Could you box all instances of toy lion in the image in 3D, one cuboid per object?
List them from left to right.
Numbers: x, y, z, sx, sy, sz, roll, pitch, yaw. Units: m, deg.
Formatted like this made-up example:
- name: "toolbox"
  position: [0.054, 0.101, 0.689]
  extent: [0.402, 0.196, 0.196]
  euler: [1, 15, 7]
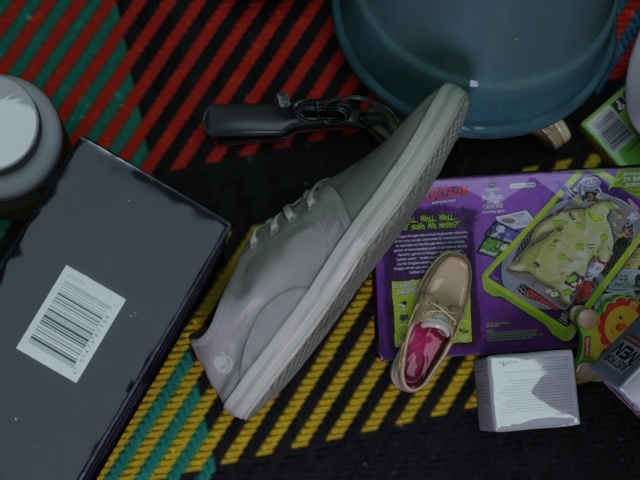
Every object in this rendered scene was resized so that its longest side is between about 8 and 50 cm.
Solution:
- name: "toy lion"
  position: [0.333, 0.112, 1.744]
  extent: [0.096, 0.034, 0.100]
  euler: [2, 95, -13]

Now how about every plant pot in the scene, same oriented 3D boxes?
- name: "plant pot"
  position: [0.192, -0.336, 1.636]
  extent: [0.341, 0.334, 0.341]
  euler: [2, 66, -4]

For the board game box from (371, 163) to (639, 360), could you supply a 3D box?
- name: "board game box"
  position: [0.231, 0.024, 1.762]
  extent: [0.346, 0.056, 0.208]
  euler: [-3, 99, -5]

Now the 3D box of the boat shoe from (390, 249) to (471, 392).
- name: "boat shoe"
  position: [0.130, 0.095, 1.706]
  extent: [0.063, 0.059, 0.170]
  euler: [19, 93, -7]

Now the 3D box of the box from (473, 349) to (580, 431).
- name: "box"
  position: [0.233, 0.172, 1.735]
  extent: [0.102, 0.101, 0.087]
  euler: [-3, 84, -5]

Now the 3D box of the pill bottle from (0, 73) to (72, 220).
- name: "pill bottle"
  position: [-0.344, -0.104, 1.652]
  extent: [0.136, 0.246, 0.136]
  euler: [1, 83, -5]

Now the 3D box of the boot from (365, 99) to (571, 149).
- name: "boot"
  position: [0.169, -0.133, 1.781]
  extent: [0.213, 0.077, 0.165]
  euler: [38, 81, 8]

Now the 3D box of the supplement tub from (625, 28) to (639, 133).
- name: "supplement tub"
  position: [0.537, -0.171, 1.717]
  extent: [0.324, 0.235, 0.235]
  euler: [20, 82, -16]

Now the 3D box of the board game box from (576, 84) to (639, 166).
- name: "board game box"
  position: [0.438, -0.078, 1.816]
  extent: [0.124, 0.039, 0.259]
  euler: [-40, 85, -7]

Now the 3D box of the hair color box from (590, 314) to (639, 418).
- name: "hair color box"
  position: [0.482, 0.070, 1.572]
  extent: [0.185, 0.113, 0.374]
  euler: [44, 90, -10]

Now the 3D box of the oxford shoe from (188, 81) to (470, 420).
- name: "oxford shoe"
  position: [0.000, 0.000, 1.658]
  extent: [0.130, 0.169, 0.449]
  euler: [41, 109, 10]

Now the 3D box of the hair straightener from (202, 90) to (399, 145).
- name: "hair straightener"
  position: [-0.025, -0.136, 1.733]
  extent: [0.230, 0.089, 0.047]
  euler: [3, 79, 13]

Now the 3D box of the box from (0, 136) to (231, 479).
- name: "box"
  position: [-0.255, 0.103, 1.601]
  extent: [0.179, 0.312, 0.343]
  euler: [30, 81, 0]
